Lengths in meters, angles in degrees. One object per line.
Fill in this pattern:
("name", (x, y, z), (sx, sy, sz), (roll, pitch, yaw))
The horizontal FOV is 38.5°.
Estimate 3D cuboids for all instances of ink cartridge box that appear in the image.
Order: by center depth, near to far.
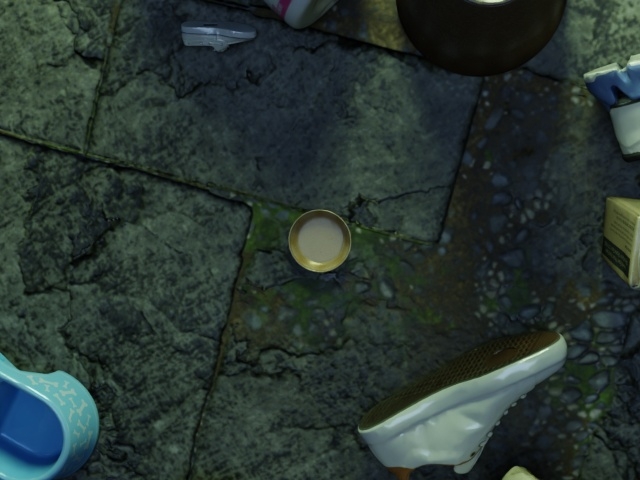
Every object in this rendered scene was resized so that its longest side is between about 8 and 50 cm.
("ink cartridge box", (0.463, 0.009, 1.068), (0.235, 0.193, 0.088), (5, 99, 7))

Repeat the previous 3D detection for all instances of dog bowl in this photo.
("dog bowl", (-0.456, 0.231, 1.270), (0.297, 0.074, 0.165), (28, 99, 4))

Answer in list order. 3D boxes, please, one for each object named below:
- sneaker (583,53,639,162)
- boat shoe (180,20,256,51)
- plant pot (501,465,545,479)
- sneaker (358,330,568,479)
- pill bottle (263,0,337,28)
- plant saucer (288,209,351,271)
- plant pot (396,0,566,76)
("sneaker", (0.488, -0.153, 1.078), (0.316, 0.127, 0.182), (-11, 104, 27))
("boat shoe", (-0.132, -0.265, 1.199), (0.100, 0.035, 0.035), (3, 124, 3))
("plant pot", (0.242, 0.458, 1.104), (0.334, 0.334, 0.305), (34, 88, 3))
("sneaker", (0.200, 0.218, 1.178), (0.290, 0.106, 0.123), (-30, 98, 19))
("pill bottle", (-0.079, -0.407, 1.109), (0.283, 0.160, 0.160), (43, 99, 2))
("plant saucer", (0.000, 0.000, 1.216), (0.084, 0.015, 0.083), (1, 97, 8))
("plant pot", (0.189, -0.303, 1.051), (0.216, 0.230, 0.215), (1, 97, 7))
